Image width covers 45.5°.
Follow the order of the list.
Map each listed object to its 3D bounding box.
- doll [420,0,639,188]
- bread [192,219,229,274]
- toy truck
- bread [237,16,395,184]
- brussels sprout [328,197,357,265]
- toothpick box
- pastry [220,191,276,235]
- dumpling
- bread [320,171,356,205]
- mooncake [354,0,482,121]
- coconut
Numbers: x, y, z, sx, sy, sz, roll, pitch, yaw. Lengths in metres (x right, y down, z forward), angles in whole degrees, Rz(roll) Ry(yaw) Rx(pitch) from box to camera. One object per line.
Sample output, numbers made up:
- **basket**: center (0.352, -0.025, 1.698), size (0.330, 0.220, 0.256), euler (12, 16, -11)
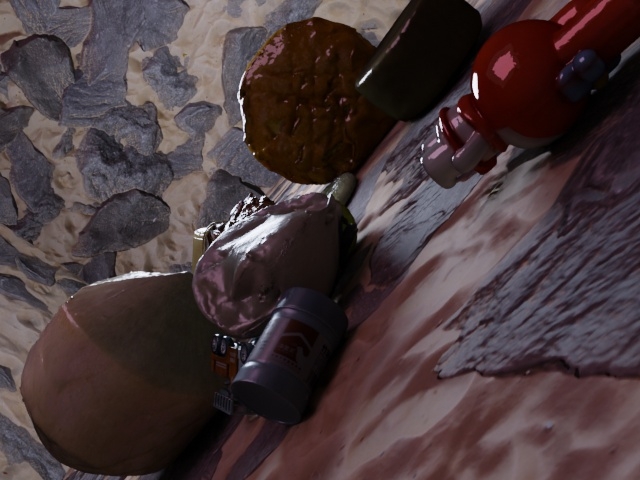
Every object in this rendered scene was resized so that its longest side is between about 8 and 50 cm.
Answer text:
- **doll**: center (0.229, -0.171, 0.827), size (0.290, 0.130, 0.161), euler (-41, 15, 29)
- **bread**: center (-0.206, 0.067, 1.761), size (0.212, 0.143, 0.224), euler (15, 106, 46)
- **toy truck**: center (-0.105, 0.202, 1.131), size (0.178, 0.080, 0.115), euler (-5, 80, 63)
- **bread**: center (-0.011, -0.332, 1.851), size (0.398, 0.398, 0.215), euler (-51, -2, 8)
- **brussels sprout**: center (-0.003, -0.002, 1.318), size (0.155, 0.118, 0.155), euler (-54, 26, 42)
- **toothpick box**: center (-0.038, 0.149, 0.999), size (0.101, 0.101, 0.153), euler (-39, 18, 54)
- **pastry**: center (-0.113, 0.047, 1.532), size (0.275, 0.193, 0.274), euler (-168, 90, -87)
- **dumpling**: center (-0.066, 0.046, 1.188), size (0.205, 0.163, 0.292), euler (-17, 35, 46)
- **bread**: center (-0.011, -0.049, 1.740), size (0.267, 0.040, 0.267), euler (-51, 11, 13)
- **mooncake**: center (0.208, -0.392, 1.601), size (0.284, 0.156, 0.284), euler (-52, 11, 15)
- **coconut**: center (-0.335, 0.219, 1.410), size (0.415, 0.345, 0.415), euler (-54, 11, 15)
